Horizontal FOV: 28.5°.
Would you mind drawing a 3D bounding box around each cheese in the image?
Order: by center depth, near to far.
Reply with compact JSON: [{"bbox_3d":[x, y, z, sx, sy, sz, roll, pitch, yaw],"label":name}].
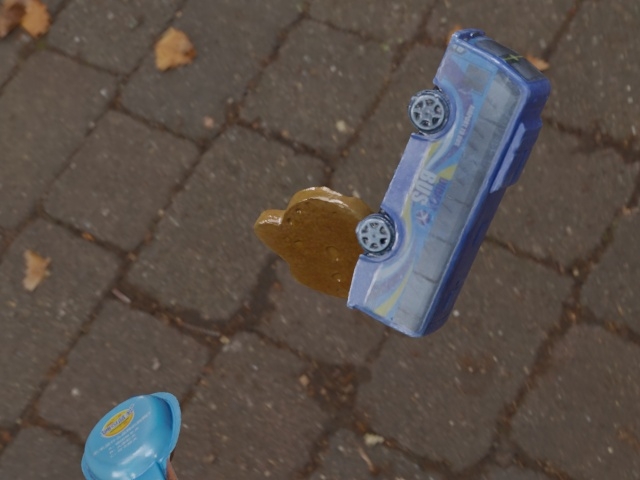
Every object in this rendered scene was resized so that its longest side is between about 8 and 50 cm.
[{"bbox_3d":[-0.154,0.196,1.089,0.106,0.037,0.256,-37,25,-4],"label":"cheese"}]

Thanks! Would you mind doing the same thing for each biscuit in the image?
[{"bbox_3d":[0.001,-0.001,1.092,0.118,0.140,0.023,18,56,7],"label":"biscuit"}]

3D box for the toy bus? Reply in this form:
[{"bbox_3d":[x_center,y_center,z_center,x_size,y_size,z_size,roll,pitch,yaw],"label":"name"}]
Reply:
[{"bbox_3d":[0.099,-0.042,0.984,0.094,0.079,0.237,27,111,13],"label":"toy bus"}]
